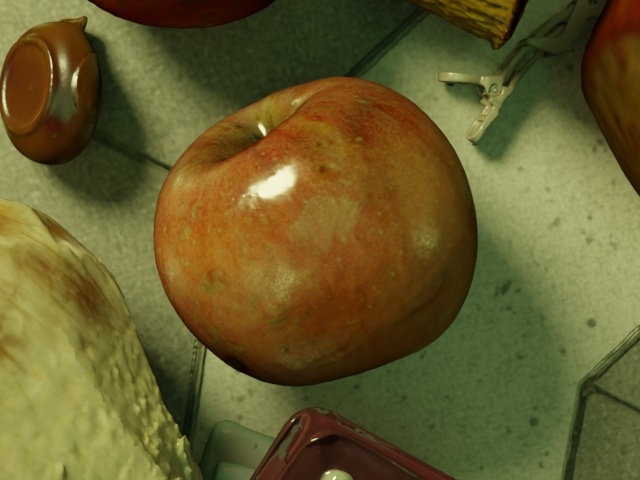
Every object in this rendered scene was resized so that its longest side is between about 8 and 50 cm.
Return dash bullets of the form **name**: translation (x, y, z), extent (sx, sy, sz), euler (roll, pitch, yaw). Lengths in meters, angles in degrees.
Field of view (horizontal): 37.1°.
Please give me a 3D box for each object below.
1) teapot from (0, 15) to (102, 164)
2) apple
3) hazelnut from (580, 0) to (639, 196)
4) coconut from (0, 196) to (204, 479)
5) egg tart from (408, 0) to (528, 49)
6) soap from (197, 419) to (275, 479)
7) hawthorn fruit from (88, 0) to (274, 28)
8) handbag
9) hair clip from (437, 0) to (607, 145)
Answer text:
- **teapot**: translation (-0.216, -0.126, 0.796), extent (0.098, 0.078, 0.129), euler (-2, 84, 32)
- **apple**: translation (0.000, 0.000, 0.764), extent (0.253, 0.253, 0.254), euler (-1, 98, -8)
- **hazelnut**: translation (0.390, -0.148, 0.753), extent (0.365, 0.366, 0.366), euler (-1, 98, -8)
- **coconut**: translation (-0.288, 0.122, 0.661), extent (0.415, 0.415, 0.345), euler (43, 69, -12)
- **egg tart**: translation (0.118, -0.268, 0.767), extent (0.170, 0.215, 0.215), euler (13, 96, 4)
- **soap**: translation (0.065, 0.367, 0.863), extent (0.446, 0.156, 0.261), euler (23, 93, -11)
- **hawthorn fruit**: translation (-0.124, -0.267, 0.723), extent (0.249, 0.215, 0.215), euler (0, 98, -10)
- **handbag**: translation (0.019, 0.260, 0.727), extent (0.203, 0.074, 0.216), euler (33, 90, -10)
- **hair clip**: translation (0.205, -0.184, 0.867), extent (0.226, 0.034, 0.072), euler (-39, 101, -2)
